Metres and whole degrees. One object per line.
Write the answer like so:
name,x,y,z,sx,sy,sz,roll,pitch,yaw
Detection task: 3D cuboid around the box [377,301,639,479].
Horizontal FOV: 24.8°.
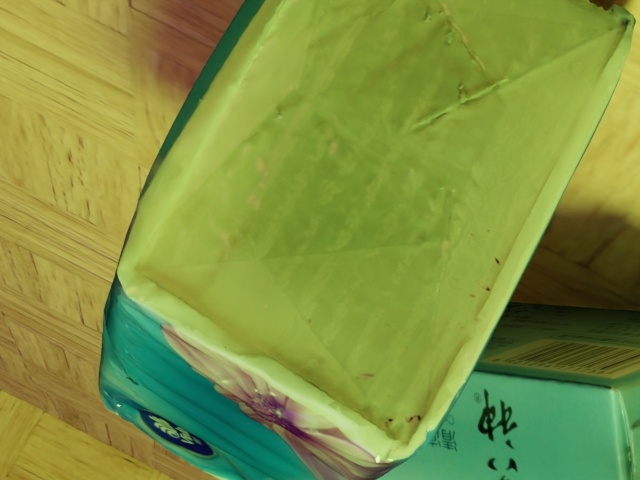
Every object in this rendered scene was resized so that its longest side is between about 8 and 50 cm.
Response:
box,0.123,0.087,0.775,0.142,0.083,0.232,-13,-172,-36

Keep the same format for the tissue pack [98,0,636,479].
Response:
tissue pack,0.000,0.000,0.638,0.146,0.198,0.263,30,162,0
